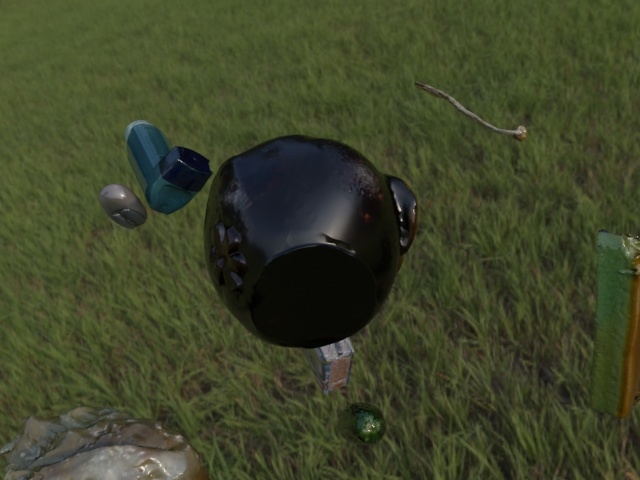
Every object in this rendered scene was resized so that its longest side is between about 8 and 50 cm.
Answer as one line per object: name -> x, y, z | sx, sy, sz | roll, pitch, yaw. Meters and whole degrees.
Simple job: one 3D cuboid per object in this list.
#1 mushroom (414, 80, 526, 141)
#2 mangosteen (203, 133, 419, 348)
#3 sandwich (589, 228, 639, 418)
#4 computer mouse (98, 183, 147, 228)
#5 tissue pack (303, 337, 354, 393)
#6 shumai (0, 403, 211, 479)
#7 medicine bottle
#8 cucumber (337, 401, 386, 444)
mushroom -> 0.244, -0.225, 1.184 | 0.028, 0.026, 0.286 | 0, 26, -36
mangosteen -> -0.001, 0.002, 0.862 | 0.288, 0.287, 0.233 | -14, 37, -1
sandwich -> 0.387, 0.118, 0.882 | 0.063, 0.212, 0.245 | 8, -9, 35
computer mouse -> -0.352, -0.057, 1.231 | 0.066, 0.096, 0.039 | -20, 30, 23
tissue pack -> 0.009, 0.192, 1.246 | 0.065, 0.155, 0.115 | -18, 59, -14
shumai -> -0.252, 0.290, 0.858 | 0.267, 0.314, 0.262 | 26, 25, -25
medicine bottle -> -0.287, -0.147, 1.249 | 0.079, 0.124, 0.258 | 19, 21, -39
cucumber -> 0.072, 0.310, 1.181 | 0.074, 0.074, 0.241 | -17, -13, -8
